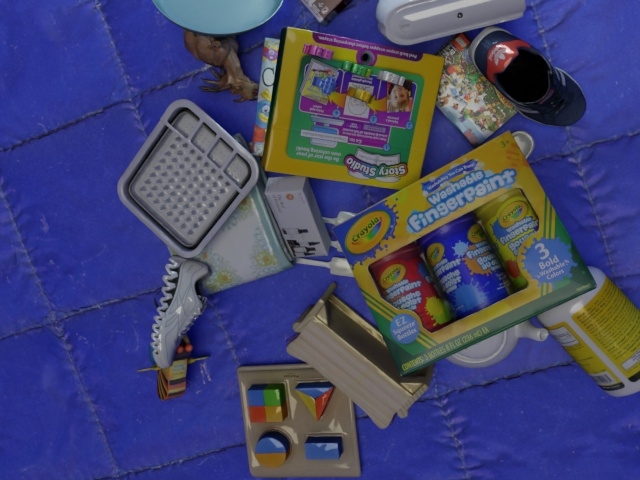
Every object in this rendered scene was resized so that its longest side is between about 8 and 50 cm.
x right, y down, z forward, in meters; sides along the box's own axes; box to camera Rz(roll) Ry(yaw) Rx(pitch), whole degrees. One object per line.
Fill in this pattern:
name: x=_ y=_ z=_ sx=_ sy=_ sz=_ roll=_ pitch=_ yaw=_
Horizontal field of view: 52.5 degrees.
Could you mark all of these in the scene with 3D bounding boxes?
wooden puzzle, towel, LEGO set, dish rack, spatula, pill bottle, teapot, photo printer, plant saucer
wooden puzzle: x=-0.065 y=0.507 z=1.782 sx=0.323 sy=0.080 sz=0.347 roll=-5 pitch=100 yaw=13
towel: x=-0.268 y=-0.059 z=1.713 sx=0.321 sy=0.090 sz=0.374 roll=-18 pitch=96 yaw=20
LEGO set: x=0.069 y=-0.333 z=1.357 sx=0.227 sy=0.093 sz=0.086 roll=15 pitch=103 yaw=-14
dish rack: x=-0.324 y=-0.153 z=1.624 sx=0.285 sy=0.072 sz=0.332 roll=42 pitch=110 yaw=3
spatula: x=0.000 y=0.000 z=1.705 sx=0.242 sy=0.019 sz=0.168 roll=9 pitch=103 yaw=14
pill bottle: x=0.631 y=0.183 z=1.512 sx=0.188 sy=0.188 sz=0.334 roll=-43 pitch=90 yaw=16
teapot: x=0.364 y=0.208 z=1.574 sx=0.252 sy=0.187 sz=0.256 roll=42 pitch=108 yaw=3
photo printer: x=0.273 y=-0.526 z=1.423 sx=0.308 sy=0.256 sz=0.107 roll=-10 pitch=121 yaw=15
plant saucer: x=-0.244 y=-0.593 z=1.542 sx=0.318 sy=0.043 sz=0.317 roll=3 pitch=62 yaw=-5

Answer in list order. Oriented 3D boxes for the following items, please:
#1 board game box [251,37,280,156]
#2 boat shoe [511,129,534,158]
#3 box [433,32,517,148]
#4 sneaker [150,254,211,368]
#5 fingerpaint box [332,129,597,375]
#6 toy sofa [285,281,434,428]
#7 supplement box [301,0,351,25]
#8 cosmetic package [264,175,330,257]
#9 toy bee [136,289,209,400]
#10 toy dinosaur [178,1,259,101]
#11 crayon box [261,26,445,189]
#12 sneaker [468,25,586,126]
board game box: x=-0.067 y=-0.339 z=1.585 sx=0.142 sy=0.144 sz=0.275 roll=10 pitch=104 yaw=9
boat shoe: x=0.403 y=-0.159 z=1.552 sx=0.095 sy=0.079 sz=0.254 roll=39 pitch=104 yaw=5
box: x=0.351 y=-0.357 z=1.542 sx=0.159 sy=0.044 sz=0.233 roll=-42 pitch=90 yaw=16
sneaker: x=-0.357 y=0.186 z=1.660 sx=0.119 sy=0.110 sz=0.291 roll=10 pitch=83 yaw=-1
fingerpaint box: x=0.307 y=0.037 z=1.432 sx=0.445 sy=0.163 sz=0.370 roll=-28 pitch=74 yaw=16
toy sofa: x=0.100 y=0.293 z=1.670 sx=0.363 sy=0.150 sz=0.177 roll=38 pitch=111 yaw=3
supplement box: x=0.052 y=-0.642 z=1.538 sx=0.239 sy=0.073 sz=0.130 roll=-41 pitch=90 yaw=15
cosmetic package: x=-0.052 y=-0.054 z=1.598 sx=0.099 sy=0.060 sz=0.239 roll=-5 pitch=137 yaw=16
toy bee: x=-0.407 y=0.310 z=1.762 sx=0.195 sy=0.162 sz=0.298 roll=-29 pitch=114 yaw=-26
toy dinosaur: x=-0.278 y=-0.480 z=1.626 sx=0.295 sy=0.127 sz=0.200 roll=49 pitch=146 yaw=17
crayon box: x=0.069 y=-0.291 z=1.476 sx=0.363 sy=0.106 sz=0.312 roll=7 pitch=105 yaw=-13
sneaker: x=0.470 y=-0.322 z=1.398 sx=0.350 sy=0.148 sz=0.131 roll=21 pitch=117 yaw=-30
